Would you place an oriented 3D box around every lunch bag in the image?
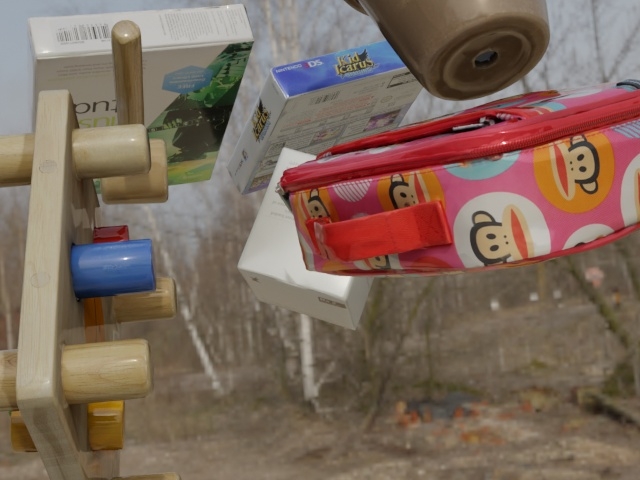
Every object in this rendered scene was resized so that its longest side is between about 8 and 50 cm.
[{"bbox_3d":[0.106,-0.036,0.791,0.258,0.120,0.293,-18,7,-31],"label":"lunch bag"}]

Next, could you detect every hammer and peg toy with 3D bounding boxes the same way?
[{"bbox_3d":[-0.180,0.020,0.773,0.127,0.361,0.266,-5,-37,-4],"label":"hammer and peg toy"}]

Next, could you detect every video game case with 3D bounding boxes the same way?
[{"bbox_3d":[0.015,-0.187,1.541,0.270,0.061,0.244,-19,-22,-29],"label":"video game case"}]

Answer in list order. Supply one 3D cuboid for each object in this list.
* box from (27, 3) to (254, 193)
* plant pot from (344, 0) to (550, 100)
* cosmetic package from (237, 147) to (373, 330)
[{"bbox_3d":[-0.221,-0.152,1.213,0.232,0.058,0.322,-8,-21,-19],"label":"box"},{"bbox_3d":[0.152,-0.292,1.179,0.263,0.229,0.263,-14,-28,-7],"label":"plant pot"},{"bbox_3d":[0.000,0.000,1.402,0.151,0.183,0.151,17,-16,14],"label":"cosmetic package"}]
